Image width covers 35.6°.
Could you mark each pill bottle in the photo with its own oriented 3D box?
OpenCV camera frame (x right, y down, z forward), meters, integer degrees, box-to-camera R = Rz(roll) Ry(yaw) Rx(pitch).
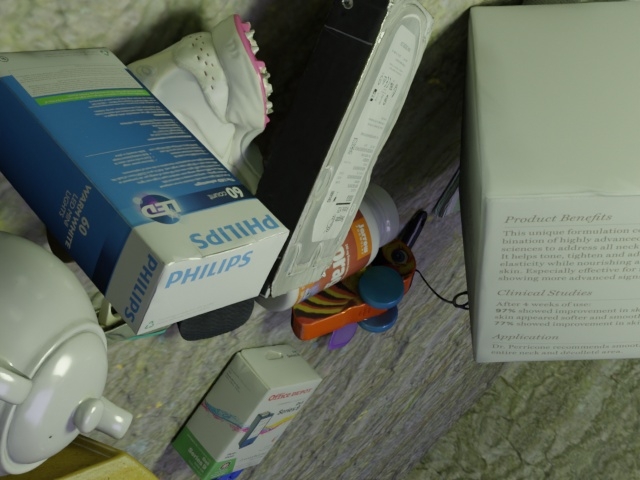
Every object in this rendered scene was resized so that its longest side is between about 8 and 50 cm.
[{"bbox_3d":[0.000,0.000,1.326,0.216,0.121,0.121,-27,151,-35],"label":"pill bottle"}]

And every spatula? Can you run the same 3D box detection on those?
[{"bbox_3d":[0.102,0.069,1.713,0.296,0.030,0.084,-55,155,21],"label":"spatula"}]

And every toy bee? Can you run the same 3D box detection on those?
[{"bbox_3d":[0.086,0.062,1.571,0.298,0.162,0.195,3,142,-29],"label":"toy bee"}]

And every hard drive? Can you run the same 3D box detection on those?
[{"bbox_3d":[0.018,-0.109,1.077,0.339,0.064,0.237,-66,168,8],"label":"hard drive"}]

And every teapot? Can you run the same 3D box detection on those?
[{"bbox_3d":[-0.284,0.121,0.910,0.256,0.187,0.252,-43,153,-55],"label":"teapot"}]

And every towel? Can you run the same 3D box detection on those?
[{"bbox_3d":[0.266,-0.094,1.725,0.152,0.023,0.113,-16,144,-48],"label":"towel"}]

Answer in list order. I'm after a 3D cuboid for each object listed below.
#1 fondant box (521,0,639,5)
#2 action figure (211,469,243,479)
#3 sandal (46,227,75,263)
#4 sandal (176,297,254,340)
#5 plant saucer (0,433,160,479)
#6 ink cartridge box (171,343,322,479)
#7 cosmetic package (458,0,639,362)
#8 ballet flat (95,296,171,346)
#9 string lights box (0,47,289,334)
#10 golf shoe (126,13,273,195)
[{"bbox_3d":[0.394,-0.339,1.445,0.238,0.096,0.330,-32,154,-26],"label":"fondant box"},{"bbox_3d":[-0.154,0.454,1.806,0.280,0.139,0.091,-48,155,14],"label":"action figure"},{"bbox_3d":[-0.168,-0.040,0.958,0.240,0.088,0.079,-22,174,40],"label":"sandal"},{"bbox_3d":[-0.128,0.046,1.252,0.097,0.054,0.254,-5,145,-20],"label":"sandal"},{"bbox_3d":[-0.357,0.251,0.997,0.333,0.333,0.081,-11,108,-52],"label":"plant saucer"},{"bbox_3d":[-0.118,0.277,1.621,0.154,0.093,0.212,1,128,-58],"label":"ink cartridge box"},{"bbox_3d":[0.363,-0.069,1.350,0.329,0.327,0.393,-1,144,4],"label":"cosmetic package"},{"bbox_3d":[-0.260,0.094,1.151,0.213,0.072,0.068,-18,117,-47],"label":"ballet flat"},{"bbox_3d":[-0.162,-0.052,0.809,0.133,0.259,0.076,-15,143,-47],"label":"string lights box"},{"bbox_3d":[-0.124,-0.101,1.013,0.140,0.115,0.306,-17,150,-12],"label":"golf shoe"}]
